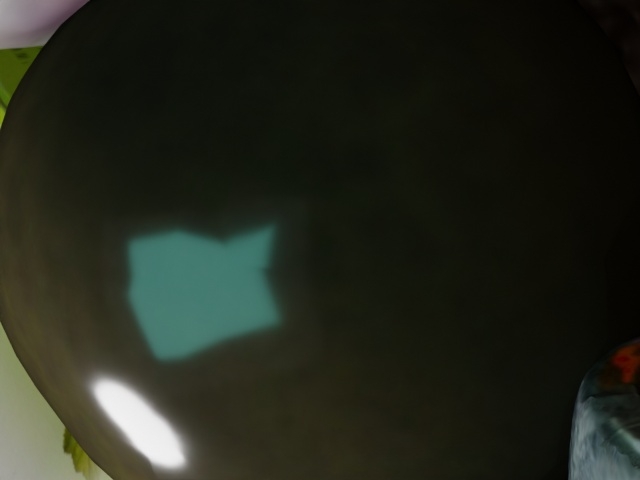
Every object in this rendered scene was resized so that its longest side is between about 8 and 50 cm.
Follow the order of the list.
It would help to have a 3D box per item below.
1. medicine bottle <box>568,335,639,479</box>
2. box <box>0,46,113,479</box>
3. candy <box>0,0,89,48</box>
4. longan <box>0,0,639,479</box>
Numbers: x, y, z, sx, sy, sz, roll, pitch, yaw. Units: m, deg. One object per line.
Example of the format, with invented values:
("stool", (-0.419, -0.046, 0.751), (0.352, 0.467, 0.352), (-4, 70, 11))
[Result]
("medicine bottle", (0.097, 0.169, 0.460), (0.141, 0.141, 0.293), (25, 121, 43))
("box", (-0.111, 0.059, 0.732), (0.175, 0.062, 0.260), (50, 135, 27))
("candy", (-0.090, -0.247, 0.541), (0.208, 0.145, 0.358), (-31, 79, 50))
("longan", (0.000, 0.000, 0.505), (0.189, 0.189, 0.189), (19, 116, 45))
